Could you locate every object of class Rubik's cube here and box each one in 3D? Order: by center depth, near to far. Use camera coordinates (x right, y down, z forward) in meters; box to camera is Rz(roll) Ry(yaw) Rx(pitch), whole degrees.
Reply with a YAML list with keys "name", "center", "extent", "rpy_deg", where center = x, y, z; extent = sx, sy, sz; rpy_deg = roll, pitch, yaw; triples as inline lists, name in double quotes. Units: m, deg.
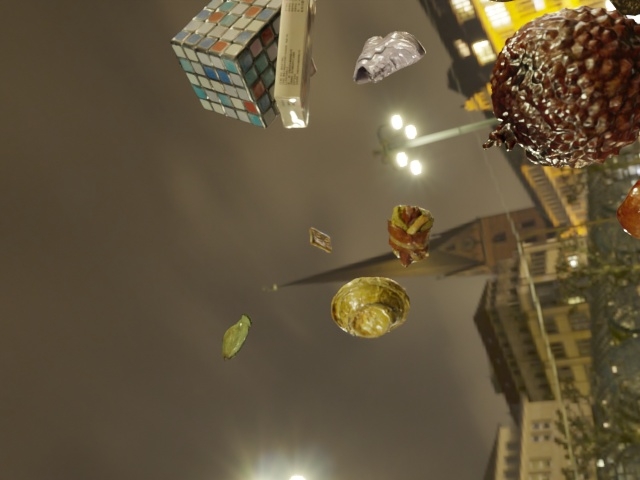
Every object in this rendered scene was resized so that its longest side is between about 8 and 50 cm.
- name: "Rubik's cube"
  center: [-0.233, -0.569, 2.295]
  extent: [0.287, 0.293, 0.292]
  rpy_deg: [-53, -38, -22]

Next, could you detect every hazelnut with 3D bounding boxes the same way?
- name: "hazelnut"
  center: [0.734, -0.066, 1.620]
  extent: [0.154, 0.143, 0.143]
  rpy_deg: [-44, -51, -13]

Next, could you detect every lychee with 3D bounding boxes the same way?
- name: "lychee"
  center: [0.639, -0.388, 1.941]
  extent: [0.424, 0.500, 0.424]
  rpy_deg: [58, -169, -18]

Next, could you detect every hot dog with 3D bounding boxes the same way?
- name: "hot dog"
  center: [0.275, -0.012, 2.289]
  extent: [0.103, 0.146, 0.213]
  rpy_deg: [-53, -34, -55]

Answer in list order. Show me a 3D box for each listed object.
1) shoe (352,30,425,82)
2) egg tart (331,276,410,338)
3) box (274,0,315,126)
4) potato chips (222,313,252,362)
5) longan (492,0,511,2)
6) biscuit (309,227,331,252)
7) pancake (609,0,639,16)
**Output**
- name: "shoe"
  center: [0.191, -0.519, 2.135]
  extent: [0.095, 0.245, 0.137]
  rpy_deg: [35, -103, -35]
- name: "egg tart"
  center: [0.119, 0.171, 1.756]
  extent: [0.074, 0.191, 0.191]
  rpy_deg: [-89, -26, -53]
- name: "box"
  center: [-0.053, -0.459, 1.699]
  extent: [0.214, 0.069, 0.353]
  rpy_deg: [69, -157, -82]
- name: "potato chips"
  center: [-0.224, 0.261, 1.933]
  extent: [0.026, 0.209, 0.142]
  rpy_deg: [23, -143, -16]
- name: "longan"
  center: [0.362, -0.536, 1.401]
  extent: [0.167, 0.187, 0.167]
  rpy_deg: [49, -149, -42]
- name: "biscuit"
  center: [0.000, 0.000, 2.449]
  extent: [0.081, 0.018, 0.083]
  rpy_deg: [26, -149, -23]
- name: "pancake"
  center: [0.616, -0.525, 1.414]
  extent: [0.021, 0.199, 0.199]
  rpy_deg: [41, 169, 51]
